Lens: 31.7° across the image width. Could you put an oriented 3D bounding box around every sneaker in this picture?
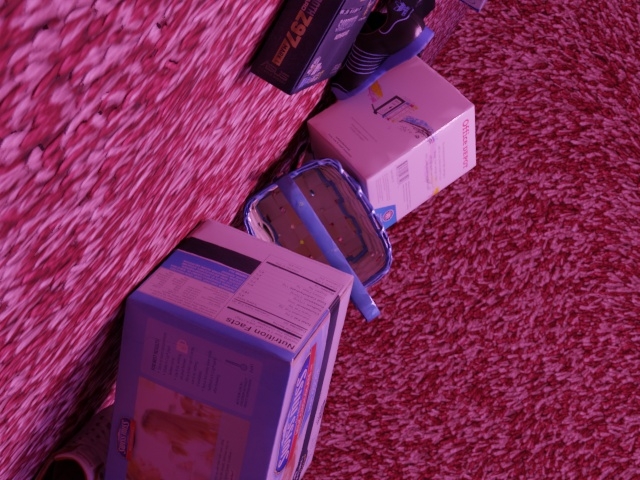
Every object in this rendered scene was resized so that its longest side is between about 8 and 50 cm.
[{"bbox_3d":[0.078,-0.306,1.789,0.232,0.090,0.081,-29,-159,47],"label":"sneaker"},{"bbox_3d":[-0.310,0.309,1.557,0.290,0.106,0.123,-52,177,-46],"label":"sneaker"}]

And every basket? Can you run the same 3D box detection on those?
[{"bbox_3d":[0.000,0.000,1.792,0.201,0.255,0.289,-32,-171,-5],"label":"basket"}]

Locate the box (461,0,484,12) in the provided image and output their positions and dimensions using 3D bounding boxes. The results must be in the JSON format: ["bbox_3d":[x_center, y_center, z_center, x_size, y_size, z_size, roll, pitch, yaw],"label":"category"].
[{"bbox_3d":[0.293,-0.537,2.250,0.072,0.126,0.137,-55,176,-6],"label":"box"}]

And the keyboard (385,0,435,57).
[{"bbox_3d":[0.158,-0.400,1.970,0.317,0.033,0.202,-50,146,-62],"label":"keyboard"}]

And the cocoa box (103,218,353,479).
[{"bbox_3d":[-0.125,0.196,1.490,0.228,0.231,0.347,-51,158,-56],"label":"cocoa box"}]

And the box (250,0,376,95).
[{"bbox_3d":[0.015,-0.266,1.278,0.183,0.059,0.233,-59,177,18],"label":"box"}]

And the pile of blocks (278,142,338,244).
[{"bbox_3d":[-0.009,-0.060,2.172,0.362,0.112,0.149,114,-5,-68],"label":"pile of blocks"}]

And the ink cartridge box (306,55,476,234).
[{"bbox_3d":[0.124,-0.163,1.909,0.232,0.168,0.171,-34,149,-15],"label":"ink cartridge box"}]
